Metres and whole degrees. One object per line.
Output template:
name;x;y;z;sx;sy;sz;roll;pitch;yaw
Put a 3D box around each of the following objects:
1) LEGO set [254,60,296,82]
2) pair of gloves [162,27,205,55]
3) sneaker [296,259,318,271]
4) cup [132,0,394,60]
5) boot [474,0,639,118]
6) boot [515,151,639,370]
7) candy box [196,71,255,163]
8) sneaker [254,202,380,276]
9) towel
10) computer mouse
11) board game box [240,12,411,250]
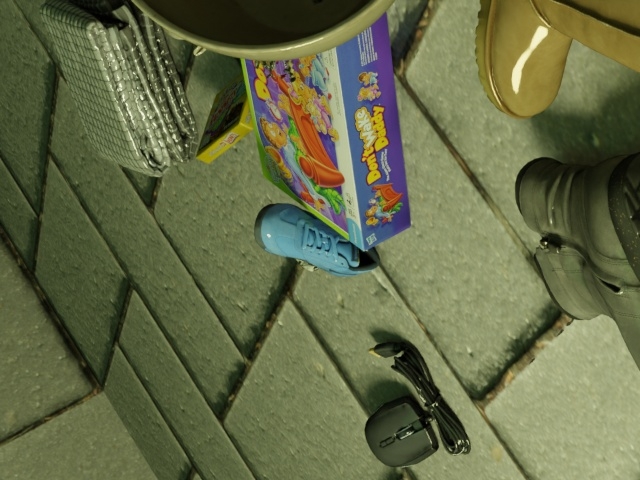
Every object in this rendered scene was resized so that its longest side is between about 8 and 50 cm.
LEGO set;-0.056;-0.215;1.783;0.083;0.023;0.054;36;150;22
pair of gloves;-0.124;-0.352;1.757;0.240;0.042;0.204;-47;49;25
sneaker;-0.009;0.027;2.139;0.037;0.032;0.083;56;165;-21
cup;-0.038;-0.319;1.520;0.331;0.331;0.237;57;-178;12
boot;0.251;-0.173;1.312;0.269;0.089;0.236;34;144;45
boot;0.312;0.071;1.449;0.223;0.118;0.338;-6;99;68
candy box;-0.118;-0.178;2.055;0.027;0.105;0.206;24;162;-16
sneaker;0.000;0.000;1.927;0.082;0.209;0.069;9;81;38
towel;-0.312;-0.253;2.341;0.235;0.121;0.283;25;139;57
computer mouse;0.099;0.238;2.103;0.184;0.060;0.262;61;156;0
board game box;-0.004;-0.188;1.825;0.233;0.078;0.347;37;146;45
